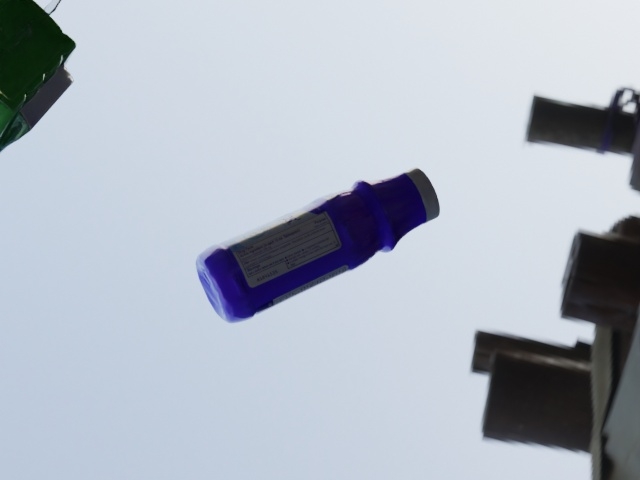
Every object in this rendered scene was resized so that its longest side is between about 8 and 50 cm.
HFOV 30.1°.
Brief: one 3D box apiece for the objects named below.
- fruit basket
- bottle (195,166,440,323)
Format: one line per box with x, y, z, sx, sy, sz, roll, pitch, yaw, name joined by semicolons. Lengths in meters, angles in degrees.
-0.463;-0.143;1.483;0.165;0.353;0.327;40;-145;-13;fruit basket
0.000;0.000;1.364;0.283;0.092;0.118;-25;-173;-12;bottle
